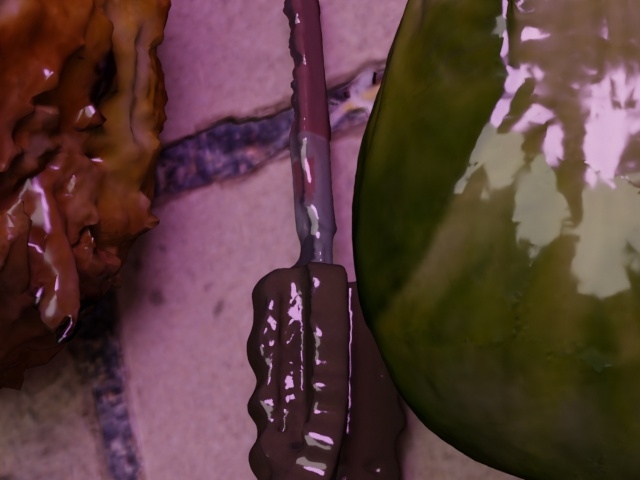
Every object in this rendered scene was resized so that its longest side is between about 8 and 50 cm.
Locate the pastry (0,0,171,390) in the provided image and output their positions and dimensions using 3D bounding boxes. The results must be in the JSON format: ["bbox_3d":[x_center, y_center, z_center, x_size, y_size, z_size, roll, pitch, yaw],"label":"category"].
[{"bbox_3d":[-0.256,-0.071,0.917,0.405,0.292,0.337,-20,81,5],"label":"pastry"}]

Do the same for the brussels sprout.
[{"bbox_3d":[0.116,-0.030,0.771,0.210,0.219,0.271,2,93,21],"label":"brussels sprout"}]

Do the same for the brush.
[{"bbox_3d":[0.000,0.000,0.901,0.071,0.084,0.301,-11,67,22],"label":"brush"}]
